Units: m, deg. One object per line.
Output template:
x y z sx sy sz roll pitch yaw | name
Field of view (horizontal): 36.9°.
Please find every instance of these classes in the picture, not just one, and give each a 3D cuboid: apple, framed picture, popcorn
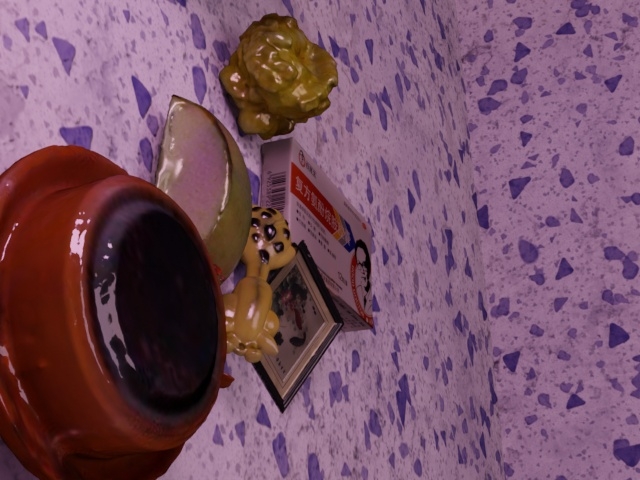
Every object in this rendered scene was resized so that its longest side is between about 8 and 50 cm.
-0.144 -0.039 1.264 0.193 0.120 0.265 65 26 -57 | apple
-0.045 0.131 1.472 0.199 0.010 0.195 -52 132 -34 | framed picture
-0.066 -0.259 1.516 0.197 0.155 0.198 29 47 -37 | popcorn

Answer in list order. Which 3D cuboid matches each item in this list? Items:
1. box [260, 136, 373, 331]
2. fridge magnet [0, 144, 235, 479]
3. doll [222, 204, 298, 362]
0.000 0.000 1.661 0.353 0.069 0.214 48 38 -55 | box
-0.215 0.078 0.974 0.363 0.155 0.364 -12 90 -68 | fridge magnet
-0.093 0.055 1.359 0.291 0.117 0.086 -83 -164 -45 | doll
